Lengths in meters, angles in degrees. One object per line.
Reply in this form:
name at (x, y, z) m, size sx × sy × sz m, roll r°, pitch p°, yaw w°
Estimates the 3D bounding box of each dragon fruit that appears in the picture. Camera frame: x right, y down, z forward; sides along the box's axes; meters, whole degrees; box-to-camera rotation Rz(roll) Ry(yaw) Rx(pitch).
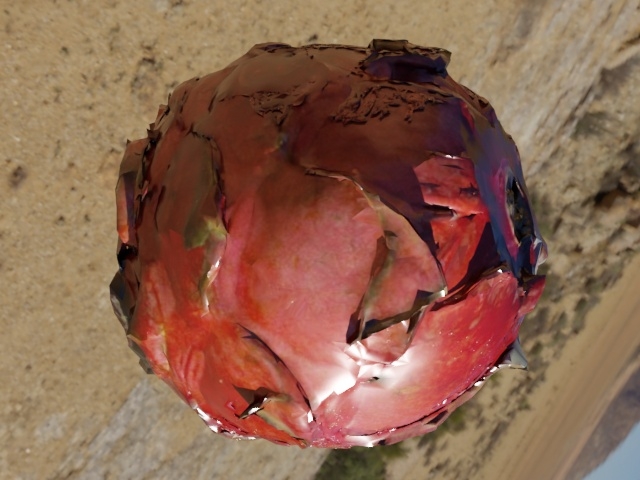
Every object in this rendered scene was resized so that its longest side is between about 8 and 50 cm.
dragon fruit at (0.000, 0.000, 0.588) m, size 0.295 × 0.301 × 0.296 m, roll 27°, pitch 57°, yaw -53°
